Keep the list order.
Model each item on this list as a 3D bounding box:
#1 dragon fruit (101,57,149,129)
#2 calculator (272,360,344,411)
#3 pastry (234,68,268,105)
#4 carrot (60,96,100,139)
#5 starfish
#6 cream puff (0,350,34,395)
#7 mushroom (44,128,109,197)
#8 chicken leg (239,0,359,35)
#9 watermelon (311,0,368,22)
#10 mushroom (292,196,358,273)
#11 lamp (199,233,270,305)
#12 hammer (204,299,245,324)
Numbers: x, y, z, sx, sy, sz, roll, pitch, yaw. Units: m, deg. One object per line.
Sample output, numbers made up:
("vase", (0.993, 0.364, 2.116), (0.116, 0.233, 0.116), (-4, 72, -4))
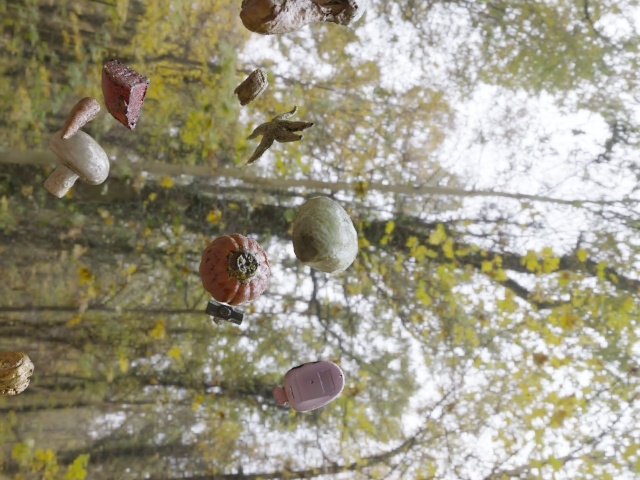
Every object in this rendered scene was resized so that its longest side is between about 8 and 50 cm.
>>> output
("dragon fruit", (-0.512, -0.358, 1.807), (0.120, 0.127, 0.161), (-54, 167, -63))
("calculator", (-0.025, 0.326, 1.607), (0.024, 0.165, 0.103), (147, -74, -73))
("pastry", (-0.184, -0.407, 1.909), (0.109, 0.057, 0.097), (-34, -161, 26))
("carrot", (-0.501, -0.250, 1.482), (0.216, 0.048, 0.048), (-89, -162, -62))
("starfish", (-0.105, -0.246, 1.651), (0.223, 0.050, 0.217), (-1, -130, 49))
("cream puff", (-0.820, 0.355, 1.888), (0.119, 0.133, 0.104), (37, -26, 38))
("mushroom", (-0.771, -0.249, 2.230), (0.206, 0.209, 0.207), (160, -90, -85))
("chicken leg", (-0.039, -0.433, 1.357), (0.107, 0.251, 0.087), (68, -30, 27))
("watermelon", (0.004, -0.613, 1.550), (0.175, 0.188, 0.322), (3, -85, 28))
("mushroom", (0.006, 0.005, 2.374), (0.189, 0.164, 0.267), (20, -57, 28))
("lamp", (-0.258, 0.089, 2.182), (0.196, 0.223, 0.223), (-24, -115, 58))
("hammer", (-0.302, 0.233, 2.201), (0.365, 0.111, 0.044), (138, -29, -75))
